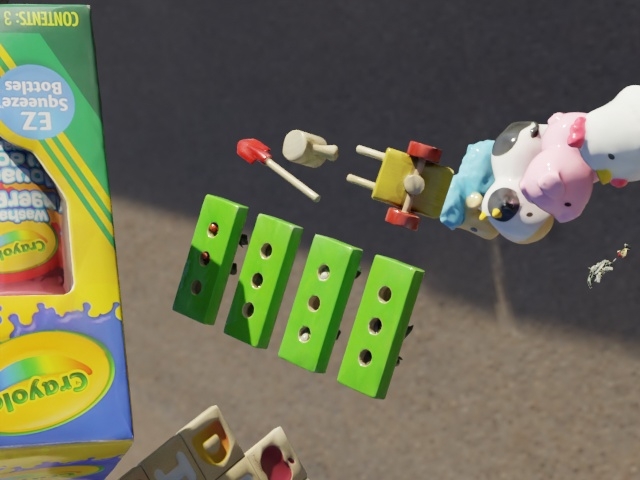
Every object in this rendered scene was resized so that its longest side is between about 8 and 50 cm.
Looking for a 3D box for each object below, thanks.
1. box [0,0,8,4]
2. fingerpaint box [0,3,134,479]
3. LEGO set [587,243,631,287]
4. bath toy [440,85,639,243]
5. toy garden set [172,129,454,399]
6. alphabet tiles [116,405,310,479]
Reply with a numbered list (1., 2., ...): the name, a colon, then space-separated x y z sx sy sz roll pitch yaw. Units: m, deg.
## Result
1. box: -0.564 -0.300 1.626 0.297 0.471 0.480 53 -150 -34
2. fingerpaint box: -0.388 0.011 1.252 0.163 0.444 0.371 129 136 -65
3. LEGO set: 0.382 0.032 2.175 0.023 0.054 0.083 40 109 0
4. bath toy: 0.275 -0.084 1.924 0.348 0.129 0.151 -22 76 61
5. toy garden set: 0.000 0.000 1.357 0.244 0.049 0.204 20 95 40
6. alphabet tiles: -0.095 0.325 1.478 0.011 0.342 0.285 -23 98 43
